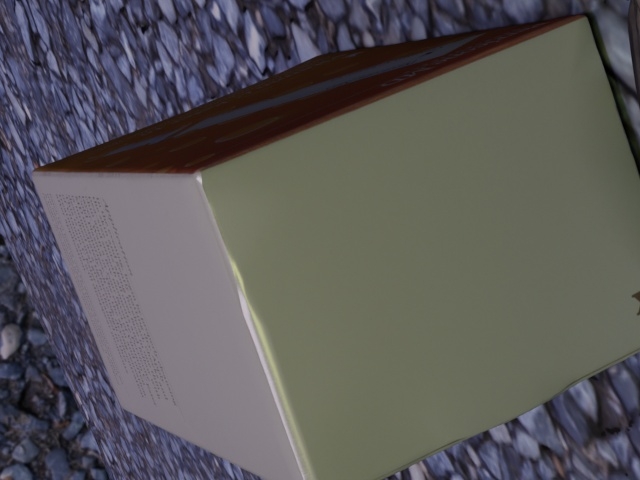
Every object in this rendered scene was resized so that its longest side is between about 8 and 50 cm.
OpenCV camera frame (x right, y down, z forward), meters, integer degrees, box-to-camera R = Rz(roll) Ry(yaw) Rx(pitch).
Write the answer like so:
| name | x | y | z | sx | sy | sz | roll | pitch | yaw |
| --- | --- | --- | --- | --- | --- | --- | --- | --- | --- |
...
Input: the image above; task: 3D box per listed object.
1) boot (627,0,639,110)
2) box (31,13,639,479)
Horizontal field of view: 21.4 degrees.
| name | x | y | z | sx | sy | sz | roll | pitch | yaw |
| --- | --- | --- | --- | --- | --- | --- | --- | --- | --- |
| boot | 0.118 | -0.178 | 0.500 | 0.223 | 0.118 | 0.338 | 57 | -145 | -79 |
| box | 0.000 | 0.000 | 0.936 | 0.345 | 0.215 | 0.168 | 6 | 118 | 68 |
